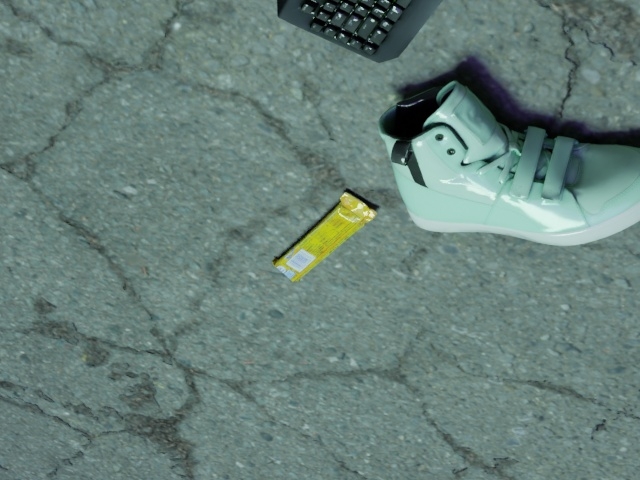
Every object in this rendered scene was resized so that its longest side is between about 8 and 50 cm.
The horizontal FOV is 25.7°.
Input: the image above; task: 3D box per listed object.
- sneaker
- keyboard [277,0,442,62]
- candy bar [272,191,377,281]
[{"bbox_3d":[0.173,-0.074,1.241,0.256,0.094,0.151,-2,142,27],"label":"sneaker"},{"bbox_3d":[0.040,-0.277,1.116,0.201,0.033,0.317,27,139,-9],"label":"keyboard"},{"bbox_3d":[0.000,0.000,1.461,0.040,0.018,0.161,34,139,-13],"label":"candy bar"}]
